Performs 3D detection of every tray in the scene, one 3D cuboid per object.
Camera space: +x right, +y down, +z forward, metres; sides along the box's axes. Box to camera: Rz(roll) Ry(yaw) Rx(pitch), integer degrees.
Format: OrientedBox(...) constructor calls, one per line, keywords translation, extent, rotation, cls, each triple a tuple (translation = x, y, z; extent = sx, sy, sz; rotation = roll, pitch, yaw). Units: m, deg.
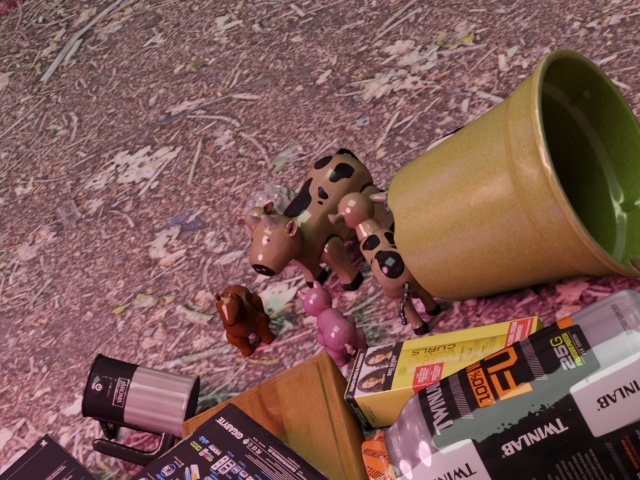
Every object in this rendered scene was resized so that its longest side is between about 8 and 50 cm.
OrientedBox(translation=(-0.038, 0.305, 1.649), extent=(0.203, 0.076, 0.411), rotation=(-27, 31, 7), cls="tray")

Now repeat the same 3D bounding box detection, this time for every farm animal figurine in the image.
OrientedBox(translation=(0.000, 0.000, 1.940), extent=(0.330, 0.172, 0.326), rotation=(-12, 37, 29), cls="farm animal figurine")

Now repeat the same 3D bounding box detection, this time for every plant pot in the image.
OrientedBox(translation=(0.229, -0.049, 1.764), extent=(0.254, 0.276, 0.276), rotation=(-23, 31, 35), cls="plant pot")

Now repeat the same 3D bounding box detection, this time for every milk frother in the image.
OrientedBox(translation=(-0.227, 0.214, 1.924), extent=(0.135, 0.129, 0.143), rotation=(13, 10, 5), cls="milk frother")

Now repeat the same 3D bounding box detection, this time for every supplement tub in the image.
OrientedBox(translation=(0.213, 0.196, 1.470), extent=(0.316, 0.193, 0.193), rotation=(-28, 32, 6), cls="supplement tub")

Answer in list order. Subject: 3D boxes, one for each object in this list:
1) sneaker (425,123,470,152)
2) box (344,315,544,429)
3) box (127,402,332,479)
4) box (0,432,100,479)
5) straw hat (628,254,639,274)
OrientedBox(translation=(0.250, -0.149, 2.033), extent=(0.217, 0.079, 0.121), rotation=(-12, 33, 14), cls="sneaker")
OrientedBox(translation=(0.147, 0.153, 1.712), extent=(0.232, 0.058, 0.087), rotation=(-12, 36, 28), cls="box")
OrientedBox(translation=(-0.122, 0.328, 1.531), extent=(0.293, 0.073, 0.295), rotation=(-38, 35, -17), cls="box")
OrientedBox(translation=(-0.365, 0.380, 1.797), extent=(0.261, 0.103, 0.184), rotation=(-42, 36, -15), cls="box")
OrientedBox(translation=(0.382, 0.072, 1.612), extent=(0.061, 0.145, 0.144), rotation=(-67, 28, 16), cls="straw hat")
